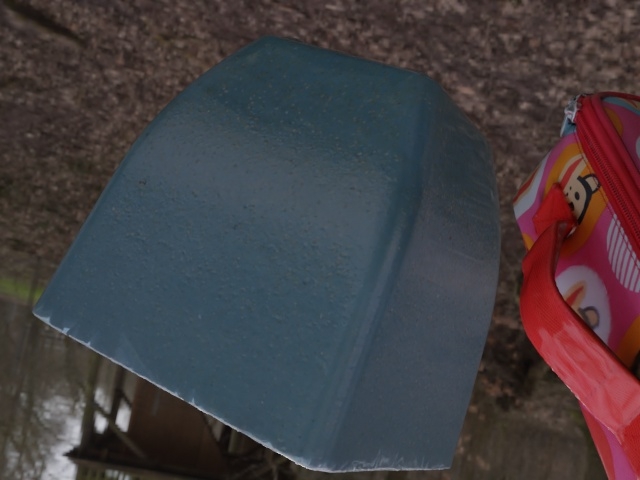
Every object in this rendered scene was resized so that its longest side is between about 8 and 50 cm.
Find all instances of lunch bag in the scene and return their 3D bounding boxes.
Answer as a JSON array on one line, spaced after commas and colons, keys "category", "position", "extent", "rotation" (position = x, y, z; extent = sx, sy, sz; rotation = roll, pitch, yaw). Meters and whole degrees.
[{"category": "lunch bag", "position": [0.218, 0.049, 0.463], "extent": [0.258, 0.293, 0.120], "rotation": [14, 130, -21]}]

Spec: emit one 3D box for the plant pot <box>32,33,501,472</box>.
[{"category": "plant pot", "position": [0.000, 0.000, 0.644], "extent": [0.247, 0.252, 0.248], "rotation": [22, 178, 29]}]
